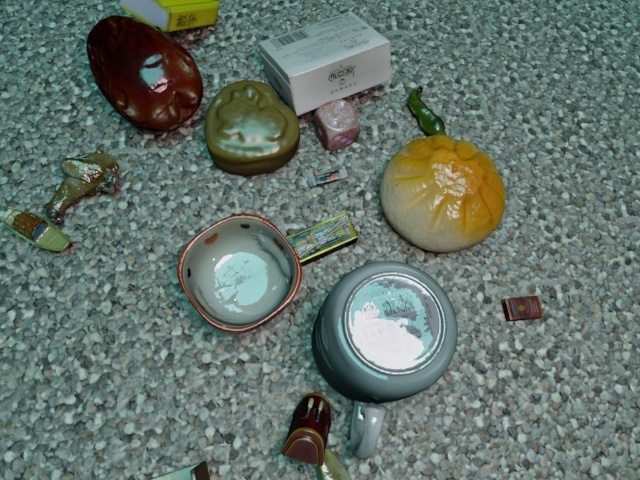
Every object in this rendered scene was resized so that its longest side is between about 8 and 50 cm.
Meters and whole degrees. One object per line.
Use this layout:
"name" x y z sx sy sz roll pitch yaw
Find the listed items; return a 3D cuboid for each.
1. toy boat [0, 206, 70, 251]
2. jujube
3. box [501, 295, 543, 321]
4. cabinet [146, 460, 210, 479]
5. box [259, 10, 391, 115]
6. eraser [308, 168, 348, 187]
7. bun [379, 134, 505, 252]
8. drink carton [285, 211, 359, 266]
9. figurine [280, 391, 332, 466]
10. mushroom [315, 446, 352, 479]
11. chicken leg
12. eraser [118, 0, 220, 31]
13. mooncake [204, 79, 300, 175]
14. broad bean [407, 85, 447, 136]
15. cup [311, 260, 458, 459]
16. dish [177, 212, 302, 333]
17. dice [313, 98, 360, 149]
"toy boat" -0.633 -0.022 1.050 0.172 0.066 0.065 28 67 6
"jujube" -0.429 -0.409 1.141 0.223 0.223 0.318 -40 69 -16
"box" 0.463 0.156 1.080 0.082 0.023 0.051 -5 69 -6
"cabinet" -0.272 0.534 0.825 0.175 0.148 0.215 -15 73 -9
"box" 0.012 -0.456 1.198 0.274 0.116 0.203 -25 51 -12
"eraser" 0.018 -0.155 1.167 0.099 0.019 0.027 -16 71 -10
"bun" 0.290 -0.127 1.099 0.299 0.165 0.298 2 68 -4
"drink carton" 0.000 0.000 1.089 0.166 0.056 0.071 -24 76 -12
"figurine" -0.017 0.345 0.920 0.082 0.154 0.098 12 111 5
"mushroom" 0.065 0.555 0.876 0.107 0.087 0.333 -30 71 -19
"chicken leg" -0.562 -0.133 1.091 0.196 0.080 0.125 -31 87 -13
"eraser" -0.387 -0.613 1.226 0.158 0.069 0.226 33 38 7
"mooncake" -0.176 -0.270 1.148 0.235 0.117 0.234 2 70 -6
"broad bean" 0.278 -0.325 1.234 0.061 0.046 0.195 -18 70 -7
"cup" 0.106 0.227 0.897 0.259 0.274 0.356 11 69 1
"dish" -0.168 0.079 1.016 0.256 0.117 0.256 2 70 -4
"dice" 0.040 -0.289 1.178 0.091 0.093 0.094 -24 75 -12
